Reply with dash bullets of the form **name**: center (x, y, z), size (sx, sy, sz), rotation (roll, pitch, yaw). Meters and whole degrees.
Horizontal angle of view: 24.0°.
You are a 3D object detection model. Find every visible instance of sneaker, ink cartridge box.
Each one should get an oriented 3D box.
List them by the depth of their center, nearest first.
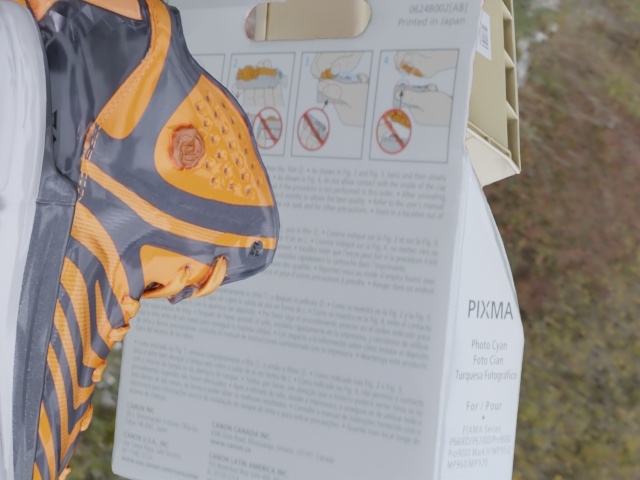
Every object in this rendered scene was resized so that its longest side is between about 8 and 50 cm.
- **sneaker**: center (-0.105, 0.044, 0.662), size (0.180, 0.124, 0.321), rotation (-4, 111, -49)
- **ink cartridge box**: center (0.000, 0.000, 1.046), size (0.091, 0.308, 0.385), rotation (8, 88, -47)

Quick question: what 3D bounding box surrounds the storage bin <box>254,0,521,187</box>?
- **storage bin**: center (0.071, -0.204, 1.410), size (0.260, 0.123, 0.262), rotation (31, 49, -41)
